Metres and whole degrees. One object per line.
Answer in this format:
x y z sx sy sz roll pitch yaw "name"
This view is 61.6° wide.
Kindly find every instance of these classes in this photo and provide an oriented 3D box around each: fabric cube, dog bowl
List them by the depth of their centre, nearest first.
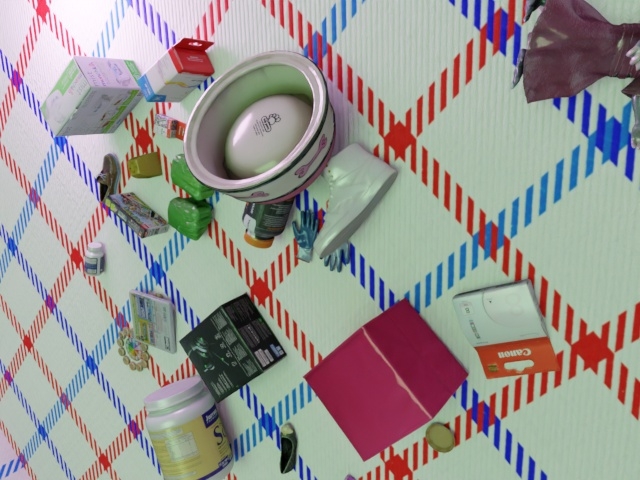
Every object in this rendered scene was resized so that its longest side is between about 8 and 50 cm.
0.167 0.346 1.370 0.258 0.259 0.254 51 123 14 "fabric cube"
-0.141 -0.274 1.377 0.408 0.150 0.408 -11 62 22 "dog bowl"

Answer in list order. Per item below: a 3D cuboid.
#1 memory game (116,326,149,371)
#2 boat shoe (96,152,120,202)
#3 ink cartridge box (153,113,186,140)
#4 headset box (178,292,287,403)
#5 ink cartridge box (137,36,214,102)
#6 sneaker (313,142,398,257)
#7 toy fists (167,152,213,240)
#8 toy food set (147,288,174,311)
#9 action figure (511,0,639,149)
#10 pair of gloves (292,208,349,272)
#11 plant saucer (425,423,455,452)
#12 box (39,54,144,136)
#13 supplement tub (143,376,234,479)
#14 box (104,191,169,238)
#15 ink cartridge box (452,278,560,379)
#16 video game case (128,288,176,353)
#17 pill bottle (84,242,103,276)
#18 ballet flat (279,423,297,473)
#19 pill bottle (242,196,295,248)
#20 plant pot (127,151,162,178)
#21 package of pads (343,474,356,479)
-0.737 0.429 2.107 0.186 0.012 0.186 8 106 30 "memory game"
-0.764 -0.220 1.927 0.066 0.066 0.183 11 108 29 "boat shoe"
-0.489 -0.365 1.740 0.115 0.029 0.063 24 113 26 "ink cartridge box"
-0.292 0.354 1.736 0.283 0.131 0.246 -41 80 33 "headset box"
-0.416 -0.501 1.596 0.231 0.134 0.078 -26 87 35 "ink cartridge box"
0.045 -0.110 1.389 0.169 0.108 0.292 40 93 16 "sneaker"
-0.402 -0.135 1.707 0.142 0.096 0.279 29 118 34 "toy fists"
-0.584 0.234 1.959 0.122 0.019 0.078 44 121 8 "toy food set"
0.570 -0.357 1.023 0.370 0.248 0.276 10 65 17 "action figure"
0.000 0.000 1.529 0.198 0.023 0.159 18 109 27 "pair of gloves"
0.327 0.535 1.461 0.083 0.015 0.083 9 107 31 "plant saucer"
-0.735 -0.462 1.750 0.262 0.231 0.127 -34 83 34 "box"
-0.458 0.667 1.855 0.241 0.241 0.331 -16 93 34 "supplement tub"
-0.632 -0.090 1.849 0.207 0.114 0.036 38 119 18 "box"
0.442 0.222 1.287 0.189 0.066 0.232 -18 88 34 "ink cartridge box"
-0.616 0.298 1.973 0.193 0.023 0.212 13 115 25 "video game case"
-0.872 0.072 2.069 0.067 0.067 0.120 22 113 26 "pill bottle"
-0.109 0.682 1.752 0.057 0.049 0.173 6 105 30 "ballet flat"
-0.147 -0.100 1.530 0.130 0.130 0.246 30 116 23 "pill bottle"
-0.597 -0.250 1.805 0.081 0.083 0.081 -6 98 33 "plant pot"
0.085 0.772 1.664 0.050 0.032 0.083 33 117 18 "package of pads"
